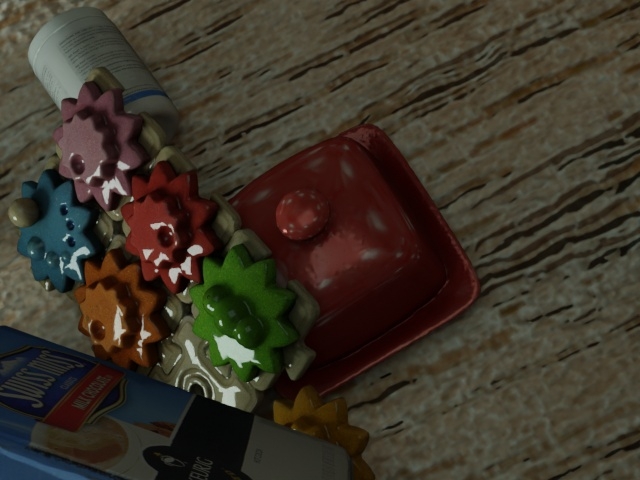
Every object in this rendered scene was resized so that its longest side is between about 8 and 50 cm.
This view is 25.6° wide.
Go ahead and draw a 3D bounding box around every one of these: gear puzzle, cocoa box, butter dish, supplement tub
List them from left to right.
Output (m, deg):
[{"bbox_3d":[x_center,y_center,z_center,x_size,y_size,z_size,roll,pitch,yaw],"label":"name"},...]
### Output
[{"bbox_3d":[-0.145,0.252,0.735,0.228,0.231,0.347,20,95,-1],"label":"cocoa box"},{"bbox_3d":[-0.157,-0.109,1.022,0.071,0.071,0.107,-36,68,-1],"label":"supplement tub"},{"bbox_3d":[-0.092,0.056,0.912,0.339,0.044,0.175,47,125,21],"label":"gear puzzle"},{"bbox_3d":[0.000,0.000,0.923,0.160,0.118,0.160,-31,67,0],"label":"butter dish"}]
